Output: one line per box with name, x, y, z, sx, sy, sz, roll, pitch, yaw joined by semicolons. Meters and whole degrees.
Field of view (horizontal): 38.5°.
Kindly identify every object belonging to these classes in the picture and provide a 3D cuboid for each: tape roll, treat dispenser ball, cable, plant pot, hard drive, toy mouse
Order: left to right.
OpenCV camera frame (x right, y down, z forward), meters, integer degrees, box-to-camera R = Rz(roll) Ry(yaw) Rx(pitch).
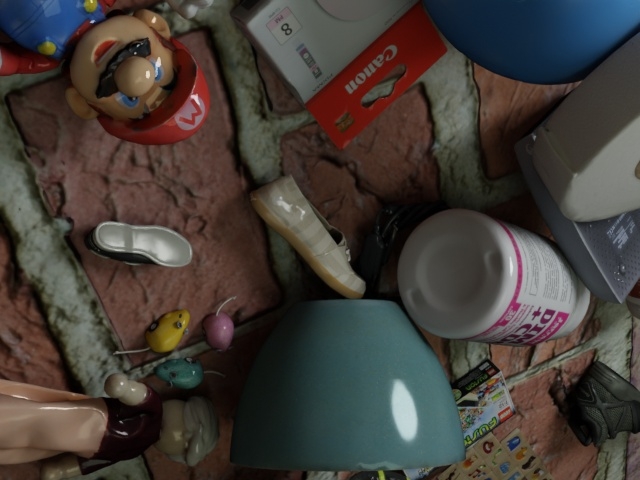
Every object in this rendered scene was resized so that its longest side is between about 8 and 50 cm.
toy mouse;-0.152;0.142;1.151;0.161;0.031;0.143;-37;129;-5
plant pot;0.032;0.176;1.150;0.290;0.290;0.195;4;80;-31
cable;0.114;0.024;1.227;0.151;0.047;0.184;-16;128;-30
treat dispenser ball;0.239;-0.305;0.937;0.288;0.288;0.288;-14;123;-22
hard drive;0.353;-0.059;1.209;0.172;0.054;0.254;-42;106;-39
tape roll;0.416;-0.153;0.997;0.392;0.072;0.392;-24;159;-9

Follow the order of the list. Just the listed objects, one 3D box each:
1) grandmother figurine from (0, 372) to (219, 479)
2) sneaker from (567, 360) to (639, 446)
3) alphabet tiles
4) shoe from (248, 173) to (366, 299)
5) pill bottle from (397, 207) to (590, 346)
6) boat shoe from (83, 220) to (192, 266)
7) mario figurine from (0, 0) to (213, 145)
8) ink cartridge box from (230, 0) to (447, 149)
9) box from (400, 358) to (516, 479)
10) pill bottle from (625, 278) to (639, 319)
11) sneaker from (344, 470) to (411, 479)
grandmother figurine;-0.269;0.220;1.095;0.342;0.104;0.208;11;143;-37
sneaker;0.508;0.305;1.584;0.227;0.087;0.130;31;101;-35
alphabet tiles;0.293;0.426;1.584;0.198;0.009;0.237;-40;129;-2
shoe;0.000;0.000;1.122;0.058;0.076;0.219;-41;127;5
pill bottle;0.239;0.058;1.206;0.283;0.160;0.160;13;112;-52
boat shoe;-0.205;0.007;1.038;0.125;0.038;0.046;9;71;-38
mario figurine;-0.219;-0.199;0.816;0.198;0.170;0.320;-27;128;32
ink cartridge box;0.040;-0.228;1.025;0.189;0.066;0.232;-43;125;-1
box;0.202;0.284;1.430;0.207;0.036;0.114;-33;129;-8
pill bottle;0.495;0.020;1.381;0.121;0.121;0.216;-32;128;-9
sneaker;0.015;0.426;1.365;0.385;0.145;0.147;15;144;-32
